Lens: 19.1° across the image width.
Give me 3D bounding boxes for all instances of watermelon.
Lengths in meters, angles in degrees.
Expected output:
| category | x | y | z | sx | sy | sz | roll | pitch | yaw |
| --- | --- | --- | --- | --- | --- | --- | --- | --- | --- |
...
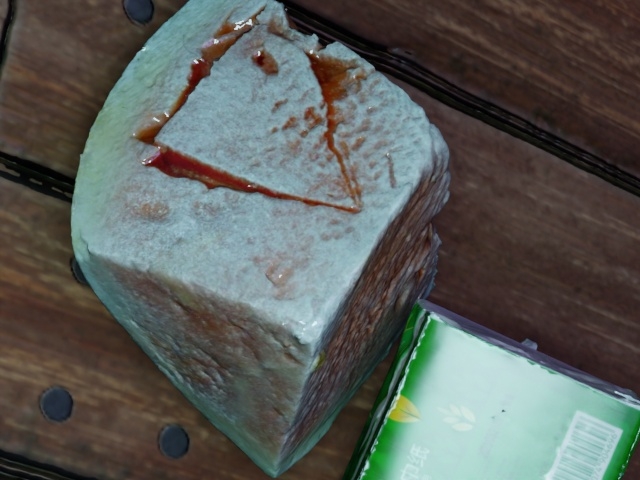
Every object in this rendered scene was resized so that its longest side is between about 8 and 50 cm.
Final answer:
| category | x | y | z | sx | sy | sz | roll | pitch | yaw |
| --- | --- | --- | --- | --- | --- | --- | --- | --- | --- |
| watermelon | 0.000 | 0.000 | 1.101 | 0.261 | 0.201 | 0.213 | 54 | 56 | -29 |

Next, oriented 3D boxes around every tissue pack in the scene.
| category | x | y | z | sx | sy | sz | roll | pitch | yaw |
| --- | --- | --- | --- | --- | --- | --- | --- | --- | --- |
| tissue pack | 0.086 | 0.159 | 1.155 | 0.148 | 0.156 | 0.209 | 23 | 93 | 0 |
